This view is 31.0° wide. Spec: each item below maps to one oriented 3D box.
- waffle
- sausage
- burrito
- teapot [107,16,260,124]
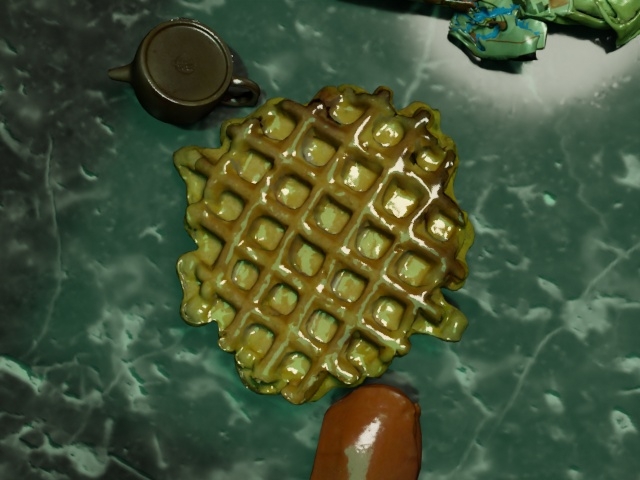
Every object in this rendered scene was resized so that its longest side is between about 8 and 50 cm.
[{"bbox_3d":[0.000,0.000,0.899,0.243,0.059,0.238,-16,82,6],"label":"waffle"},{"bbox_3d":[0.025,0.198,0.898,0.089,0.089,0.179,16,87,3],"label":"sausage"},{"bbox_3d":[0.125,-0.194,0.894,0.288,0.054,0.104,11,93,4],"label":"burrito"},{"bbox_3d":[-0.105,-0.125,0.910,0.121,0.068,0.076,9,70,-17],"label":"teapot"}]
